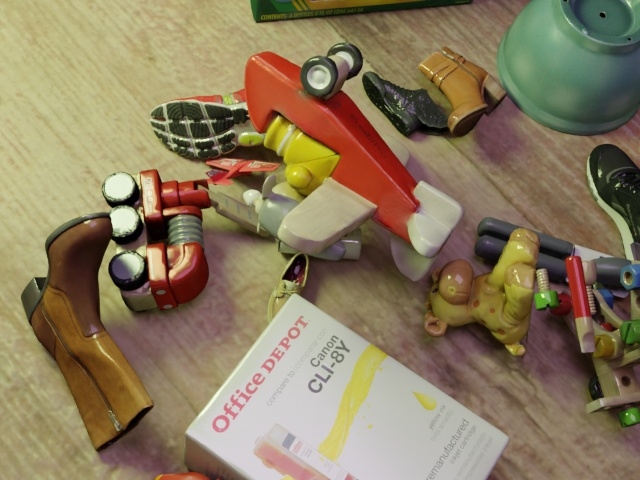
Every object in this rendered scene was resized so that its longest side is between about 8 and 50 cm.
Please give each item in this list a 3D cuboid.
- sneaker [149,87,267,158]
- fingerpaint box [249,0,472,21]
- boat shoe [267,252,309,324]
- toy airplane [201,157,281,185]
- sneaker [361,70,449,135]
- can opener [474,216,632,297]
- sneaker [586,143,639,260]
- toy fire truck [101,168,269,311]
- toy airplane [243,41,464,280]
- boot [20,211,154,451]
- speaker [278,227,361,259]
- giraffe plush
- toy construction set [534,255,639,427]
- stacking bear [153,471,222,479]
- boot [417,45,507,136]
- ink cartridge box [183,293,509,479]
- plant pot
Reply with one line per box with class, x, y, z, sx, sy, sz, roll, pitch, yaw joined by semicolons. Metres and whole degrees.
sneaker;-0.153;-0.214;1.820;0.279;0.107;0.118;-3;28;2
fingerpaint box;0.096;-0.582;1.886;0.445;0.371;0.163;-7;64;-13
boat shoe;-0.052;0.078;1.698;0.050;0.045;0.135;16;61;1
toy airplane;-0.142;-0.116;1.756;0.151;0.151;0.028;-5;106;-11
sneaker;0.156;-0.252;1.902;0.089;0.051;0.170;-32;75;-22
can opener;0.405;0.021;1.763;0.283;0.095;0.076;17;60;-6
sneaker;0.562;-0.066;1.817;0.107;0.124;0.283;-13;65;-15
toy fire truck;-0.206;-0.004;1.679;0.246;0.158;0.217;-10;63;-1
toy airplane;0.037;-0.084;1.646;0.386;0.272;0.384;25;39;-43
boot;-0.324;0.130;1.520;0.096;0.264;0.280;-3;54;-51
speaker;0.000;0.000;1.742;0.136;0.055;0.055;6;62;-5
giraffe plush;0.254;0.085;1.686;0.171;0.210;0.181;7;19;12
toy construction set;0.455;0.157;1.591;0.309;0.257;0.237;11;68;-47
stacking bear;-0.244;0.431;1.427;0.164;0.175;0.289;38;56;14
boot;0.235;-0.271;1.893;0.152;0.073;0.197;41;39;9
ink cartridge box;0.030;0.304;1.524;0.385;0.160;0.279;33;63;10
plant pot;0.492;-0.367;1.927;0.293;0.196;0.293;4;62;-7
